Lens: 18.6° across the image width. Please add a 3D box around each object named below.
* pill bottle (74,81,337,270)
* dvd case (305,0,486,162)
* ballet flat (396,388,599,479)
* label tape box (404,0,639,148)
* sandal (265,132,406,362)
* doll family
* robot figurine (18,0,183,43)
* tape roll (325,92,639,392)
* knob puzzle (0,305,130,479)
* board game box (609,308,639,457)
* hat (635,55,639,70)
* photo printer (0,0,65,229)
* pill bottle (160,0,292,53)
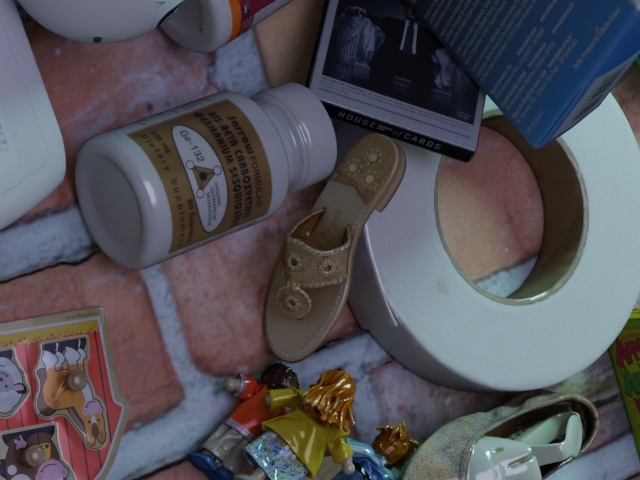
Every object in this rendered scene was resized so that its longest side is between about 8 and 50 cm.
[{"bbox_3d":[-0.103,-0.068,1.831,0.229,0.131,0.131,-23,98,-33],"label":"pill bottle"},{"bbox_3d":[0.088,-0.206,1.963,0.179,0.029,0.238,17,59,-9],"label":"dvd case"},{"bbox_3d":[0.186,0.216,1.950,0.316,0.106,0.107,-29,111,-52],"label":"ballet flat"},{"bbox_3d":[0.174,-0.296,1.875,0.115,0.249,0.347,-31,76,-30],"label":"label tape box"},{"bbox_3d":[-0.005,-0.003,1.879,0.240,0.088,0.079,-62,147,-1],"label":"sandal"},{"bbox_3d":[0.013,0.222,1.883,0.263,0.118,0.163,51,61,-19],"label":"doll family"},{"bbox_3d":[-0.196,-0.304,1.736,0.209,0.174,0.278,40,32,-44],"label":"robot figurine"},{"bbox_3d":[0.182,-0.031,2.051,0.392,0.072,0.392,4,83,-33],"label":"tape roll"},{"bbox_3d":[-0.254,0.167,1.766,0.213,0.030,0.213,4,83,-34],"label":"knob puzzle"},{"bbox_3d":[0.377,0.165,2.147,0.043,0.092,0.181,-20,96,-32],"label":"board game box"},{"bbox_3d":[0.453,-0.255,2.160,0.208,0.184,0.173,38,48,-44],"label":"hat"},{"bbox_3d":[-0.367,-0.136,1.677,0.256,0.107,0.307,-24,99,-33],"label":"photo printer"},{"bbox_3d":[-0.060,-0.281,1.888,0.221,0.121,0.121,-37,105,-31],"label":"pill bottle"}]
